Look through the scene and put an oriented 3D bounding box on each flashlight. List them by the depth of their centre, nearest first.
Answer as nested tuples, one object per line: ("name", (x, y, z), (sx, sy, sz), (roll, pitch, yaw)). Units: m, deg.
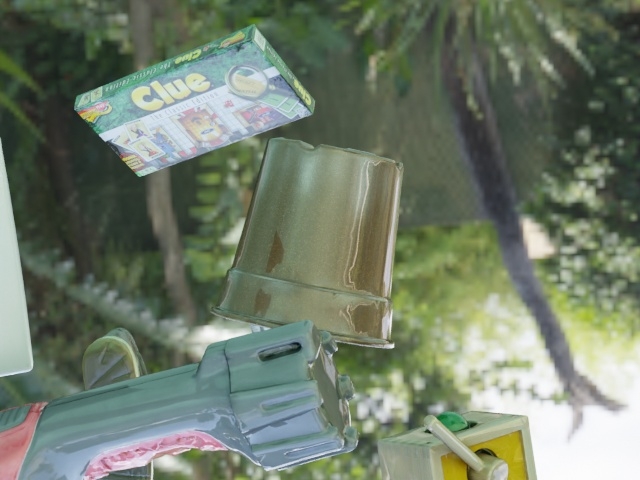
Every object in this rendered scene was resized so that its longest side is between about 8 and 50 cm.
("flashlight", (-0.126, 0.142, 1.014), (0.304, 0.103, 0.103), (-14, 162, 17))

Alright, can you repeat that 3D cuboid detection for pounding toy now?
("pounding toy", (0.116, 0.195, 1.230), (0.130, 0.141, 0.100), (-12, -175, -35))

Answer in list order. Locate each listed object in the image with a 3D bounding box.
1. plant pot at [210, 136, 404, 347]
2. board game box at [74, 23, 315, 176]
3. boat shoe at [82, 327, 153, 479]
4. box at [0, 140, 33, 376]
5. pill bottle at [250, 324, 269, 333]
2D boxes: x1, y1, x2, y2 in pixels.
("plant pot", (0.000, 0.000, 1.334), (0.167, 0.165, 0.167), (12, 180, 0))
("board game box", (-0.151, -0.162, 1.783), (0.259, 0.136, 0.030), (-18, -139, 27))
("boat shoe", (-0.218, 0.204, 1.675), (0.080, 0.223, 0.073), (2, -160, 15))
("box", (-0.319, 0.017, 1.125), (0.181, 0.182, 0.119), (-9, -171, -14))
("pill bottle", (-0.040, 0.140, 1.888), (0.078, 0.137, 0.078), (-13, -169, 3))
